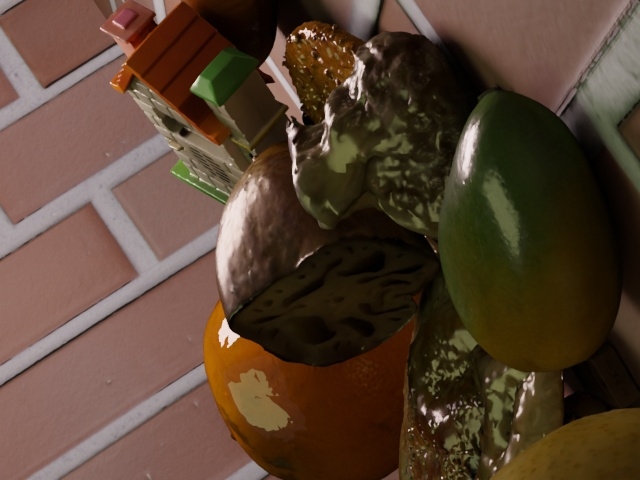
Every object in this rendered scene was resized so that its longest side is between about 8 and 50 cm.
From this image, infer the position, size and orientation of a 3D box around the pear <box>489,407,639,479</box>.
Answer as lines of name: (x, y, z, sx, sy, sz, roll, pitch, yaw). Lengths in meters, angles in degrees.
pear: (0.223, 0.279, 1.026, 0.348, 0.348, 0.348, 55, 172, 11)

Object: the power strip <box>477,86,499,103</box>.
power strip: (0.145, -0.070, 1.218, 0.051, 0.019, 0.136, 54, 172, 34)

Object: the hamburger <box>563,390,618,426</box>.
hamburger: (0.252, 0.212, 1.440, 0.189, 0.093, 0.164, 62, 174, -22)

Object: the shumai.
shumai: (0.052, -0.067, 1.298, 0.209, 0.153, 0.161, 72, -177, -49)

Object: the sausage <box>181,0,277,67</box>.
sausage: (-0.096, -0.250, 1.679, 0.105, 0.105, 0.274, 55, 172, 9)

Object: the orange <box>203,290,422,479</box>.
orange: (0.010, 0.146, 1.924, 0.312, 0.312, 0.312, 55, 172, 11)

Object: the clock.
clock: (-0.105, -0.138, 1.661, 0.220, 0.106, 0.255, 30, 163, 38)

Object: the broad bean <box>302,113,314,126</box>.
broad bean: (0.007, -0.152, 1.638, 0.061, 0.046, 0.195, 60, 170, 20)

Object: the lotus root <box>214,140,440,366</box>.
lotus root: (0.001, -0.001, 1.522, 0.199, 0.188, 0.180, 34, -151, -47)

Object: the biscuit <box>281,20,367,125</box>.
biscuit: (0.051, -0.099, 1.491, 0.254, 0.035, 0.254, 45, 164, 16)

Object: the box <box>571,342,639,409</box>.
box: (0.238, 0.110, 1.368, 0.053, 0.024, 0.083, 58, 171, -13)

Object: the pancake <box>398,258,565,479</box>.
pancake: (0.135, 0.180, 1.451, 0.387, 0.082, 0.386, -178, 90, -77)

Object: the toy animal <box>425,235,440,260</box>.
toy animal: (0.131, 0.048, 1.642, 0.220, 0.069, 0.086, 47, 148, 26)

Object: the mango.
mango: (0.152, -0.004, 1.145, 0.251, 0.114, 0.156, 89, 159, -53)
